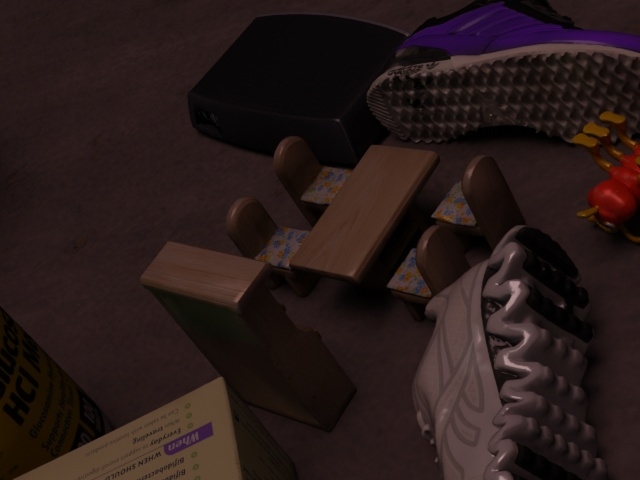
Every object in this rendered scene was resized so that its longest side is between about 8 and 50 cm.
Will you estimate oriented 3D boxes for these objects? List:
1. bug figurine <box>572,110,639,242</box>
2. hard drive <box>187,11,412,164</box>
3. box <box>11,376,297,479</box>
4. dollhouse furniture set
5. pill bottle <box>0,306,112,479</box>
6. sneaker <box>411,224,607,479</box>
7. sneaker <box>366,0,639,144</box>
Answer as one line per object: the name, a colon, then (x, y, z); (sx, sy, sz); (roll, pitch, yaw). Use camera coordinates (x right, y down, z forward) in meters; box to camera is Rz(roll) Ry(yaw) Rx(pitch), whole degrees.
bug figurine: (0.325, -0.044, 0.822); (0.216, 0.072, 0.279); (-38, 35, -13)
hard drive: (-0.017, -0.166, 1.199); (0.255, 0.054, 0.172); (17, 60, 44)
box: (-0.116, 0.252, 0.783); (0.214, 0.117, 0.243); (-27, 38, 8)
dollhouse furniture set: (0.000, 0.000, 0.928); (0.212, 0.161, 0.242); (11, 56, 41)
pill bottle: (-0.321, 0.112, 0.896); (0.188, 0.334, 0.188); (-19, 41, 17)
sneaker: (0.118, 0.129, 0.776); (0.118, 0.110, 0.292); (-29, 36, 35)
sneaker: (0.187, -0.170, 1.024); (0.293, 0.102, 0.146); (4, 51, 37)
